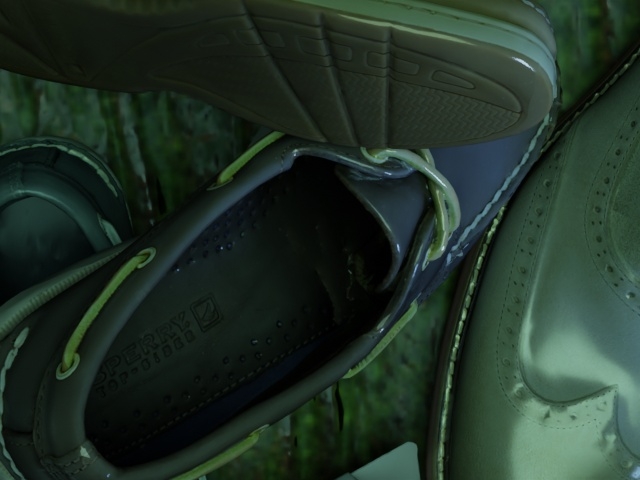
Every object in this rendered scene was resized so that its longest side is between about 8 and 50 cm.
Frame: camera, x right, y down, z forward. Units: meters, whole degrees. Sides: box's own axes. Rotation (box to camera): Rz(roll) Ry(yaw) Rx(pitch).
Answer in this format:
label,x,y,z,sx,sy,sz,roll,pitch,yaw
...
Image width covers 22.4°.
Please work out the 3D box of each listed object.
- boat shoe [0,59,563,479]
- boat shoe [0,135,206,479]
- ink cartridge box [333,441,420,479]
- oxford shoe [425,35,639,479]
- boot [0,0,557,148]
label,x,y,z,sx,sy,sz,roll,pitch,yaw
boat shoe,0.000,0.000,0.684,0.324,0.097,0.116,-35,108,-28
boat shoe,-0.109,0.113,0.736,0.116,0.099,0.319,-10,98,-6
ink cartridge box,-0.003,0.180,0.730,0.181,0.061,0.104,-27,124,-27
oxford shoe,0.171,-0.018,0.732,0.140,0.146,0.397,26,92,-10
boot,-0.013,-0.149,0.661,0.262,0.095,0.203,11,62,18
